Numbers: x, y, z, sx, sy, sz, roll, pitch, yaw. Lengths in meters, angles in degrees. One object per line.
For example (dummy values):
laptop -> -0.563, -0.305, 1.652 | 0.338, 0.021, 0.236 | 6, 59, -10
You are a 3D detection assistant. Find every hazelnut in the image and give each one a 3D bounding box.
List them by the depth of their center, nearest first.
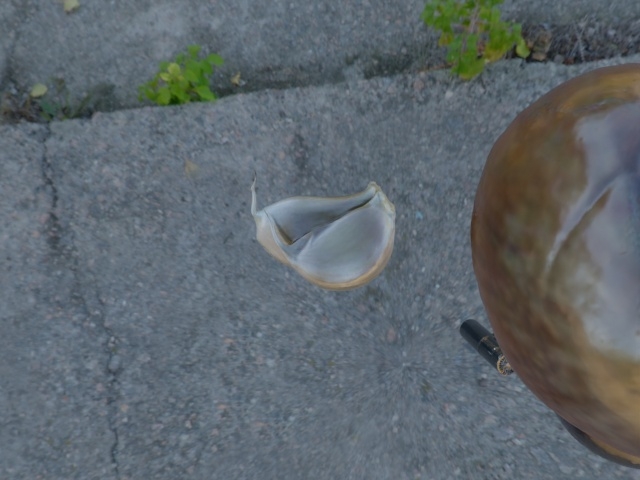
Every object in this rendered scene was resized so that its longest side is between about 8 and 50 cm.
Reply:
hazelnut -> 0.341, 0.024, 0.690 | 0.359, 0.359, 0.409 | -25, 114, 2

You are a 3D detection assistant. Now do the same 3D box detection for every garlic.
garlic -> 0.000, 0.000, 1.569 | 0.340, 0.246, 0.231 | 5, 38, -15

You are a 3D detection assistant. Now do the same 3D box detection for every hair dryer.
hair dryer -> 0.371, 0.150, 1.276 | 0.195, 0.173, 0.050 | -41, 110, -1

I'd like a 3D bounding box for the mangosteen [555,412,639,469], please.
mangosteen -> 0.471, 0.186, 0.990 | 0.311, 0.311, 0.311 | -1, 79, 7
